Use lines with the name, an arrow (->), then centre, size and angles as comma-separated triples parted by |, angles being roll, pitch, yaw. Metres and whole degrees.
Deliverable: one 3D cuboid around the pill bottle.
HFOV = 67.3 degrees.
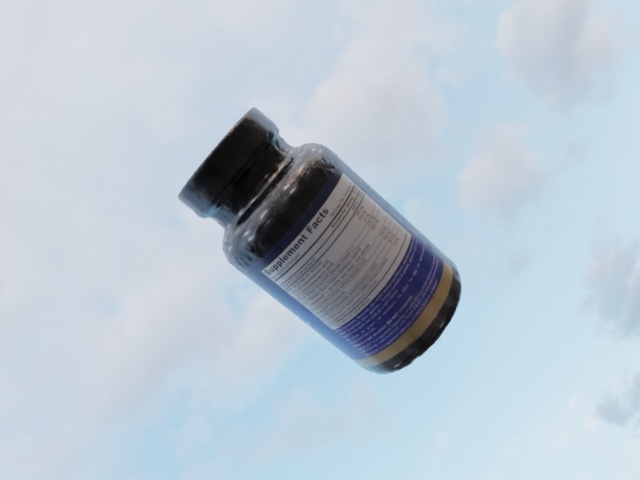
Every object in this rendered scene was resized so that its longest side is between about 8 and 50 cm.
pill bottle -> 0.000, 0.000, 0.396 | 0.219, 0.123, 0.123 | 40, -102, -12
